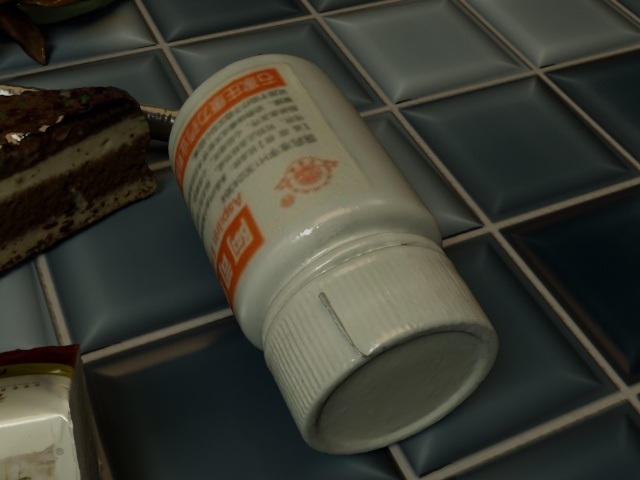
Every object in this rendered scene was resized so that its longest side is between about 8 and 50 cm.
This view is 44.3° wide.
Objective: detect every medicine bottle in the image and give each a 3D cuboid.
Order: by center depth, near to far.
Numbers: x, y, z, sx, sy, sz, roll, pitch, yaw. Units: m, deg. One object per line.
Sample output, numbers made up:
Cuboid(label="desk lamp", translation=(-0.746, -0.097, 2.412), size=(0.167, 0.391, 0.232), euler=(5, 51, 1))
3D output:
Cuboid(label="medicine bottle", translation=(0.000, 0.000, 0.513), size=(0.144, 0.144, 0.252), euler=(-17, 50, -20))

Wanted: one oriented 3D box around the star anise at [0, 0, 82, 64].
Cuboid(label="star anise", translation=(-0.296, -0.232, 0.661), size=(0.212, 0.196, 0.111), euler=(-30, 71, -6))

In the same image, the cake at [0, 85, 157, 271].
Cuboid(label="cake", translation=(-0.255, -0.049, 0.557), size=(0.135, 0.112, 0.246), euler=(35, 54, 28))

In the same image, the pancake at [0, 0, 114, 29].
Cuboid(label="pancake", translation=(-0.319, -0.289, 0.826), size=(0.253, 0.037, 0.253), euler=(2, 46, -2))

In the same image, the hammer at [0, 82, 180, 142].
Cuboid(label="hammer", translation=(-0.210, -0.106, 0.632), size=(0.297, 0.125, 0.027), euler=(6, 21, -11))

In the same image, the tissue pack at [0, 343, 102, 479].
Cuboid(label="tissue pack", translation=(-0.192, 0.117, 0.396), size=(0.148, 0.099, 0.106), euler=(-9, 15, -13))
